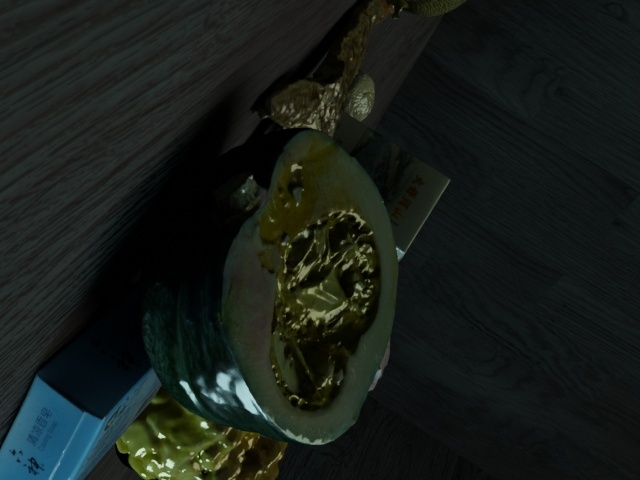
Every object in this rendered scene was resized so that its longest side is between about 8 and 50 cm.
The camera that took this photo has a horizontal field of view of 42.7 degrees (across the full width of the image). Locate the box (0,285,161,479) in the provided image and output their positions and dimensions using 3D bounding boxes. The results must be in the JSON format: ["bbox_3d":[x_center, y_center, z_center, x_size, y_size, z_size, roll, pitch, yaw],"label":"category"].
[{"bbox_3d":[-0.227,0.153,0.862,0.142,0.083,0.232,-57,177,26],"label":"box"}]

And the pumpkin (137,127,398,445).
[{"bbox_3d":[-0.073,0.043,0.826,0.197,0.263,0.292,-6,-139,34],"label":"pumpkin"}]

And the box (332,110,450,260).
[{"bbox_3d":[0.063,-0.098,1.360,0.164,0.257,0.069,-56,177,-23],"label":"box"}]

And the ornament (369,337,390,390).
[{"bbox_3d":[0.018,0.200,1.652,0.259,0.259,0.225,-58,174,28],"label":"ornament"}]

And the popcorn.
[{"bbox_3d":[-0.161,0.245,1.177,0.265,0.332,0.225,-26,-166,-23],"label":"popcorn"}]

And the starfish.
[{"bbox_3d":[-0.018,-0.159,1.123,0.323,0.083,0.432,-62,177,39],"label":"starfish"}]

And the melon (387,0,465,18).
[{"bbox_3d":[0.126,-0.328,0.904,0.192,0.139,0.139,-61,178,2],"label":"melon"}]

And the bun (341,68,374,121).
[{"bbox_3d":[0.066,-0.265,1.537,0.115,0.069,0.115,-58,178,-3],"label":"bun"}]

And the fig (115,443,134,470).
[{"bbox_3d":[-0.342,0.385,1.601,0.117,0.117,0.177,-57,-167,-2],"label":"fig"}]
